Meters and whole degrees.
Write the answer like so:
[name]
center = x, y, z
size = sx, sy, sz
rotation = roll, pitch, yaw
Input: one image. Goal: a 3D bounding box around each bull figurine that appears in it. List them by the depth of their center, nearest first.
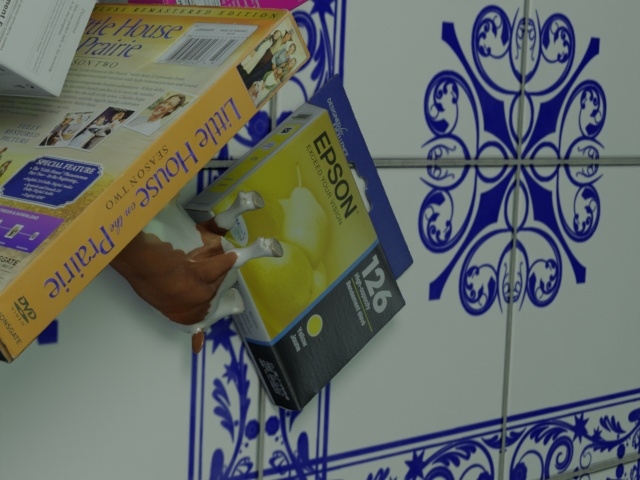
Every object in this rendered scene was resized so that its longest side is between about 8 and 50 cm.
[bull figurine]
center = -0.160, -0.005, 1.520
size = 0.310, 0.188, 0.101
rotation = 39, 29, -34

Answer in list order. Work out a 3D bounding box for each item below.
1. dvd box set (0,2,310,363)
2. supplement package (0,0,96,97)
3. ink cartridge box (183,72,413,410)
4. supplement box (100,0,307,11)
[dvd box set]
center = -0.246, -0.077, 1.318
size = 0.420, 0.308, 0.062
rotation = -49, 130, -30
[supplement package]
center = -0.302, -0.279, 1.302
size = 0.145, 0.204, 0.261
rotation = 32, 73, -43
[ink cartridge box]
center = 0.000, 0.000, 1.754
size = 0.307, 0.072, 0.303
rotation = -43, 123, -31
[supplement box]
center = -0.122, -0.280, 1.555
size = 0.220, 0.111, 0.114
rotation = -34, 120, -37
